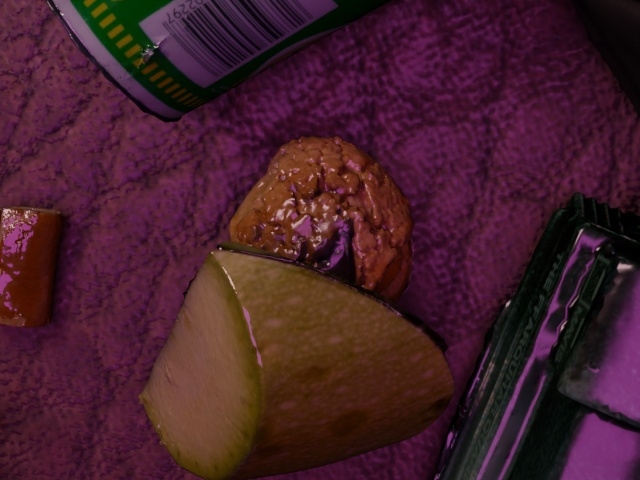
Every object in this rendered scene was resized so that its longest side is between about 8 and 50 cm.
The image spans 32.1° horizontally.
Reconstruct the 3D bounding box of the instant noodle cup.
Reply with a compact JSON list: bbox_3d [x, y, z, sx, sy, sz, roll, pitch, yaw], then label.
[{"bbox_3d":[-0.034,-0.187,0.642,0.233,0.207,0.207,-35,95,12],"label":"instant noodle cup"}]

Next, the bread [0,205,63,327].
[{"bbox_3d":[-0.200,0.018,0.744,0.047,0.036,0.083,9,100,-2],"label":"bread"}]

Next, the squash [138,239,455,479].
[{"bbox_3d":[-0.012,0.107,0.677,0.184,0.085,0.192,19,138,-10],"label":"squash"}]

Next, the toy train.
[{"bbox_3d":[0.158,0.132,0.675,0.139,0.178,0.330,21,96,-1],"label":"toy train"}]

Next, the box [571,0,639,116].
[{"bbox_3d":[0.279,-0.225,0.562,0.345,0.204,0.251,-41,118,2],"label":"box"}]

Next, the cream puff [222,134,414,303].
[{"bbox_3d":[0.000,0.000,0.703,0.120,0.104,0.133,12,103,8],"label":"cream puff"}]
